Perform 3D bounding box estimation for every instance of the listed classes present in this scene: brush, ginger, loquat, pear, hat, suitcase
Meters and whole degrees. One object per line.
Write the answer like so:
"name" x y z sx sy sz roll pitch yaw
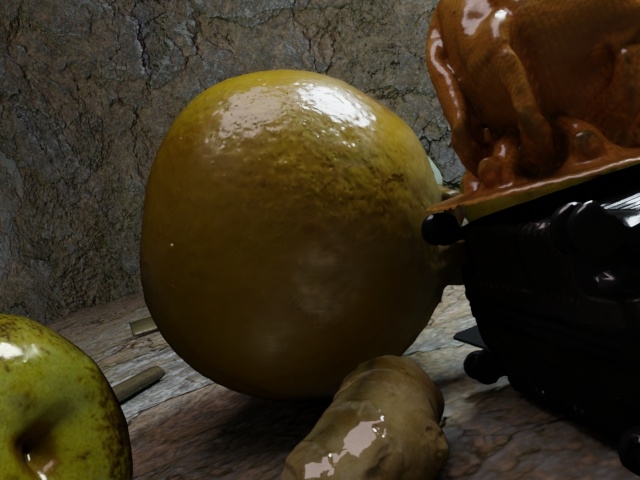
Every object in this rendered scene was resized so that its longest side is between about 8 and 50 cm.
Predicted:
"brush" -0.337 0.178 1.477 0.248 0.043 0.036 -18 -3 -7
"ginger" 0.033 0.127 0.389 0.095 0.069 0.190 -43 -4 20
"loquat" 0.000 0.000 0.604 0.359 0.328 0.328 6 10 13
"pear" -0.237 0.150 0.407 0.197 0.197 0.197 -17 4 1
"hat" 0.172 -0.163 0.445 0.244 0.233 0.233 -15 3 30
"suitcase" 0.274 0.004 0.413 0.335 0.152 0.229 -18 5 -9

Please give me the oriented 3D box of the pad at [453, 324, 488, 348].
"pad" 0.212 0.088 0.608 0.112 0.003 0.157 -18 4 -13

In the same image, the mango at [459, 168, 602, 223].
"mango" 0.400 -0.127 1.122 0.301 0.220 0.445 -39 2 27

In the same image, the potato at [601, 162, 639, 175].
"potato" 0.530 -0.141 0.904 0.216 0.216 0.304 -17 -10 13

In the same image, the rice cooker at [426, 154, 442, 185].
"rice cooker" 0.080 -0.050 1.120 0.288 0.288 0.277 -18 6 0

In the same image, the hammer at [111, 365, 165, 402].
"hammer" -0.319 0.227 0.755 0.111 0.043 0.365 -16 3 25
